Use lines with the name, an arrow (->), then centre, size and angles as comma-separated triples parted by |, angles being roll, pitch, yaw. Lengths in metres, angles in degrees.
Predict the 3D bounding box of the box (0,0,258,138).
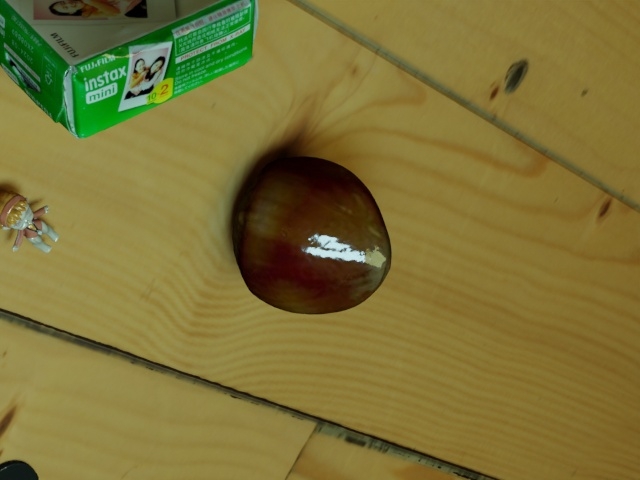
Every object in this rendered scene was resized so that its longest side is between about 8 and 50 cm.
box -> -0.205, -0.226, 2.005 | 0.250, 0.180, 0.103 | -29, 144, -26

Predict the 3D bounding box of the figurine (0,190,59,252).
figurine -> -0.327, -0.019, 2.120 | 0.064, 0.047, 0.109 | -57, 149, -10

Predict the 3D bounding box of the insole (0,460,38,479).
insole -> -0.470, 0.393, 2.275 | 0.348, 0.009, 0.119 | -44, 139, -13

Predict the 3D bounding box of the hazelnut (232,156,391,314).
hazelnut -> 0.000, 0.000, 2.324 | 0.208, 0.208, 0.208 | -24, 130, -32
